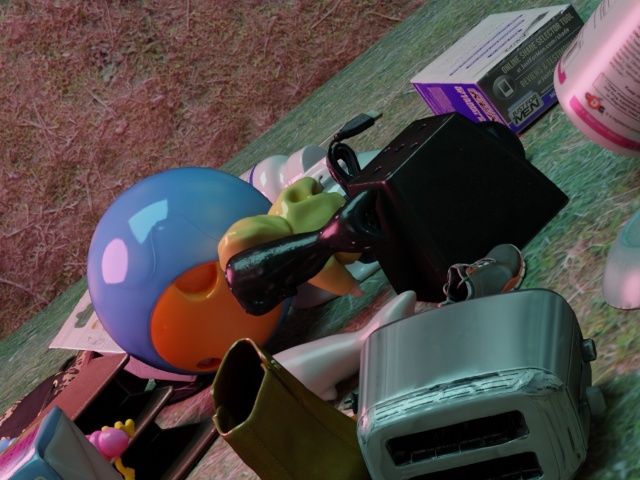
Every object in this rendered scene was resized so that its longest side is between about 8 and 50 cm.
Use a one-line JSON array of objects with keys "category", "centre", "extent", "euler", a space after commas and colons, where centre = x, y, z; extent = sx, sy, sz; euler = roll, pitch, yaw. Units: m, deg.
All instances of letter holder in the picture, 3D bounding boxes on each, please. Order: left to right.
[{"category": "letter holder", "centre": [-0.298, 0.297, 1.690], "extent": [0.214, 0.152, 0.302], "euler": [-18, 26, 53]}]

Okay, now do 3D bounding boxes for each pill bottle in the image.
[{"category": "pill bottle", "centre": [-0.089, -0.053, 2.240], "extent": [0.272, 0.152, 0.152], "euler": [-30, 16, 33]}, {"category": "pill bottle", "centre": [0.377, -0.229, 1.351], "extent": [0.160, 0.160, 0.283], "euler": [-53, -4, -43]}]

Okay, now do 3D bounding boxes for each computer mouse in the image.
[{"category": "computer mouse", "centre": [0.130, -0.104, 1.728], "extent": [0.262, 0.184, 0.060], "euler": [-31, -12, -21]}]

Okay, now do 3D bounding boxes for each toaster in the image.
[{"category": "toaster", "centre": [0.116, 0.135, 1.069], "extent": [0.227, 0.129, 0.146], "euler": [-14, 24, 13]}]

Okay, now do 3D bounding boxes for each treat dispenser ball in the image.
[{"category": "treat dispenser ball", "centre": [-0.176, 0.042, 1.805], "extent": [0.288, 0.288, 0.288], "euler": [-37, 14, 11]}]

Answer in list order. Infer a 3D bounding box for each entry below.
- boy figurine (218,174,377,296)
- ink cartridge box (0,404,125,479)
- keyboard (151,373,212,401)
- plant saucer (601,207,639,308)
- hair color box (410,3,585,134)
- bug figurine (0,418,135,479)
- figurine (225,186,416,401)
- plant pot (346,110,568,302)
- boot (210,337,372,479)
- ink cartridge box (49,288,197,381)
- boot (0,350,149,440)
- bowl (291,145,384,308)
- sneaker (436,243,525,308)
[{"category": "boy figurine", "centre": [0.000, 0.000, 1.693], "extent": [0.285, 0.177, 0.092], "euler": [-14, -20, -33]}, {"category": "ink cartridge box", "centre": [-0.304, 0.384, 1.164], "extent": [0.395, 0.270, 0.151], "euler": [-39, 8, 5]}, {"category": "keyboard", "centre": [-0.164, 0.145, 2.066], "extent": [0.202, 0.033, 0.317], "euler": [-15, 27, 46]}, {"category": "plant saucer", "centre": [0.335, -0.014, 1.223], "extent": [0.195, 0.037, 0.195], "euler": [-38, 14, 11]}, {"category": "hair color box", "centre": [0.280, -0.262, 2.019], "extent": [0.185, 0.110, 0.339], "euler": [-40, 12, -5]}, {"category": "bug figurine", "centre": [-0.304, 0.314, 1.524], "extent": [0.216, 0.072, 0.279], "euler": [-23, 53, 16]}, {"category": "figurine", "centre": [0.016, 0.072, 1.515], "extent": [0.209, 0.214, 0.092], "euler": [-30, -17, 28]}, {"category": "plant pot", "centre": [0.144, -0.047, 1.569], "extent": [0.188, 0.167, 0.187], "euler": [-45, 14, -15]}, {"category": "boot", "centre": [-0.007, 0.165, 1.195], "extent": [0.104, 0.211, 0.295], "euler": [-37, 14, 10]}, {"category": "ink cartridge box", "centre": [-0.272, 0.137, 1.989], "extent": [0.225, 0.056, 0.181], "euler": [1, 31, 14]}, {"category": "boot", "centre": [-0.407, 0.303, 1.992], "extent": [0.284, 0.138, 0.377], "euler": [-39, 23, 33]}, {"category": "bowl", "centre": [0.031, -0.044, 1.934], "extent": [0.298, 0.134, 0.298], "euler": [-37, 14, 11]}, {"category": "sneaker", "centre": [0.172, 0.042, 1.419], "extent": [0.061, 0.065, 0.158], "euler": [-28, 18, 40]}]
